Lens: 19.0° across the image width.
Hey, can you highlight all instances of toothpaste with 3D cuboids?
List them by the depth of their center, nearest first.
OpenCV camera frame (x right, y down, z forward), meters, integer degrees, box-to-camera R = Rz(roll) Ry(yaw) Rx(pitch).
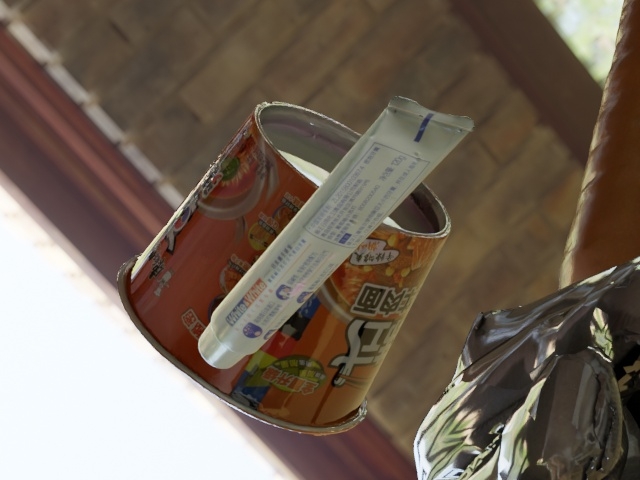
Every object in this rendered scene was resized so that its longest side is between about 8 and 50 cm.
[{"bbox_3d":[0.000,0.000,1.004,0.218,0.052,0.033,-47,-140,38],"label":"toothpaste"}]

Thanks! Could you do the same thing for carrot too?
[{"bbox_3d":[0.140,-0.069,0.760,0.069,0.069,0.336,-19,-130,44],"label":"carrot"}]

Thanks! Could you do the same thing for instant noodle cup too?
[{"bbox_3d":[-0.019,0.014,1.630,0.192,0.250,0.250,-57,-164,19],"label":"instant noodle cup"}]

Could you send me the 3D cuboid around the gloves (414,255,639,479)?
[{"bbox_3d":[0.092,0.070,0.475,0.119,0.142,0.285,-43,156,15],"label":"gloves"}]
